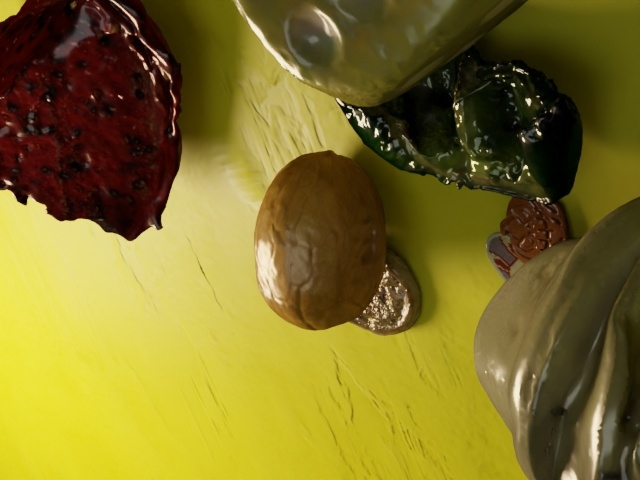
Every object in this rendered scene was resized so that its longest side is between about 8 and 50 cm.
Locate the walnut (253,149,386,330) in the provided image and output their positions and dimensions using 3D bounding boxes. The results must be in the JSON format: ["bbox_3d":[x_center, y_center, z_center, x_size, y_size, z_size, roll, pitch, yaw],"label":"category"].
[{"bbox_3d":[0.000,0.000,1.384,0.159,0.159,0.206,13,106,34],"label":"walnut"}]

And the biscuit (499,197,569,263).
[{"bbox_3d":[0.223,-0.011,1.297,0.078,0.015,0.091,3,119,36],"label":"biscuit"}]

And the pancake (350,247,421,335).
[{"bbox_3d":[0.060,0.055,1.484,0.140,0.022,0.139,21,131,27],"label":"pancake"}]

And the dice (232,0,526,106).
[{"bbox_3d":[0.069,-0.267,1.056,0.226,0.233,0.238,52,132,2],"label":"dice"}]

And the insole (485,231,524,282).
[{"bbox_3d":[0.253,0.065,1.341,0.197,0.004,0.065,44,138,5],"label":"insole"}]

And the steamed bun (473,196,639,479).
[{"bbox_3d":[0.330,0.150,1.086,0.342,0.255,0.367,-40,92,17],"label":"steamed bun"}]

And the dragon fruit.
[{"bbox_3d":[-0.263,-0.203,1.521,0.286,0.228,0.329,27,122,-24],"label":"dragon fruit"}]

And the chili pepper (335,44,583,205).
[{"bbox_3d":[0.144,-0.130,1.222,0.265,0.116,0.148,16,141,32],"label":"chili pepper"}]
